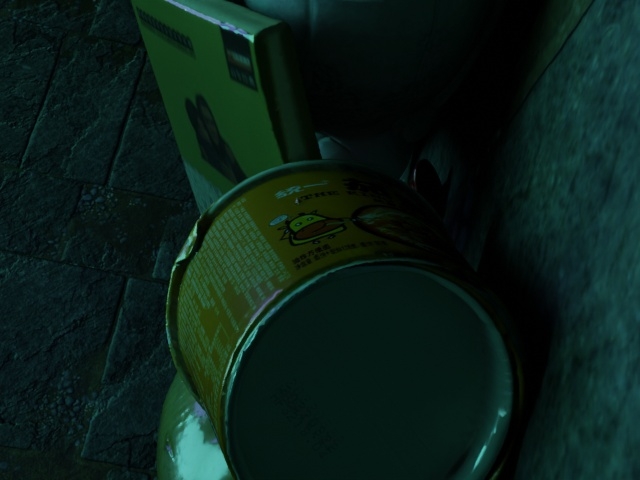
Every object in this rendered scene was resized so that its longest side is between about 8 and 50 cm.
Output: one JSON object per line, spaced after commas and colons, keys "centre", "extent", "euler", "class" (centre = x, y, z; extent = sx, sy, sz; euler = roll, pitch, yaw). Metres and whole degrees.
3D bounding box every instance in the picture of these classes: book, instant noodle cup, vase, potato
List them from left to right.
{"centre": [-0.062, -0.038, 0.664], "extent": [0.239, 0.035, 0.352], "euler": [36, 149, 47], "class": "book"}
{"centre": [-0.061, 0.206, 0.833], "extent": [0.326, 0.221, 0.243], "euler": [-90, 21, -51], "class": "potato"}
{"centre": [0.015, 0.067, 0.476], "extent": [0.172, 0.216, 0.215], "euler": [-130, 51, -72], "class": "instant noodle cup"}
{"centre": [0.024, -0.186, 0.736], "extent": [0.445, 0.250, 0.250], "euler": [93, -173, -75], "class": "vase"}

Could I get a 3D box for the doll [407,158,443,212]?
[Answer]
{"centre": [0.000, 0.000, 0.871], "extent": [0.384, 0.188, 0.099], "euler": [136, 122, -70], "class": "doll"}
